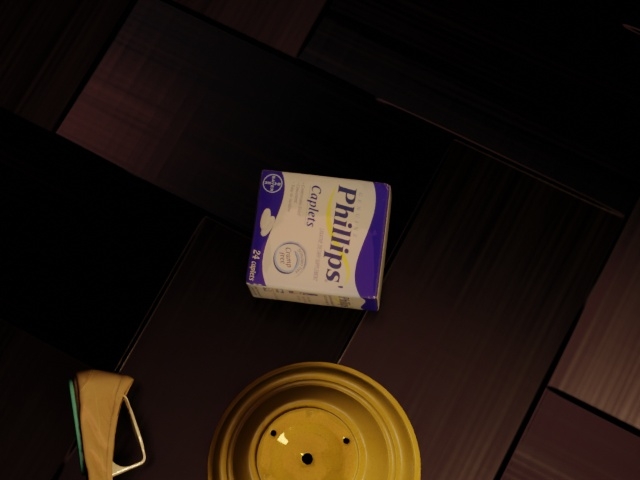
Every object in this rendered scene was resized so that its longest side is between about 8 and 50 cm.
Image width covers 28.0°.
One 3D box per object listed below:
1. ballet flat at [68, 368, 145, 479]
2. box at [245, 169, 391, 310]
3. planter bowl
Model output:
[{"bbox_3d":[-0.209,0.240,1.277,0.073,0.080,0.232,-3,75,-12],"label":"ballet flat"},{"bbox_3d":[0.000,0.000,1.329,0.137,0.072,0.126,6,76,5],"label":"box"},{"bbox_3d":[-0.010,0.218,1.260,0.217,0.090,0.217,-1,74,4],"label":"planter bowl"}]
